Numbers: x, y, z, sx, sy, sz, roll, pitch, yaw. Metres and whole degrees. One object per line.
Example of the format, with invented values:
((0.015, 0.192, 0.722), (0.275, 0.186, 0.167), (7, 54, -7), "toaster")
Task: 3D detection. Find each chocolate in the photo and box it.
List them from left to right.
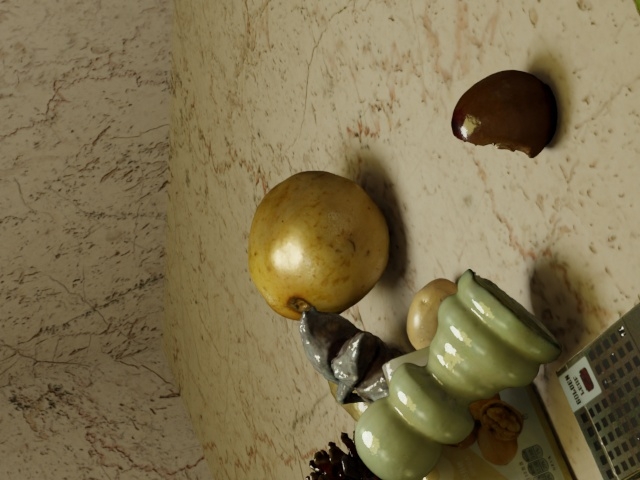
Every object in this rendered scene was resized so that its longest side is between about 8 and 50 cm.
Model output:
((0.251, -0.171, 1.472), (0.124, 0.133, 0.127), (6, 109, 65), "chocolate")

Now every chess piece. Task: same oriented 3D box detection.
((0.182, 0.219, 1.553), (0.330, 0.182, 0.182), (-50, 40, 10), "chess piece")

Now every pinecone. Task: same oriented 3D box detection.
((0.109, 0.447, 1.948), (0.246, 0.292, 0.246), (-10, -90, -75), "pinecone")

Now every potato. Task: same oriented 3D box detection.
((0.201, 0.136, 1.805), (0.112, 0.112, 0.147), (-139, 49, -58), "potato")

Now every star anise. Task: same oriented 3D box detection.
((0.083, 0.239, 1.910), (0.359, 0.316, 0.139), (8, 68, 60), "star anise")

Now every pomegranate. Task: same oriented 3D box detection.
((-0.010, 0.015, 2.026), (0.307, 0.307, 0.307), (168, 90, -69), "pomegranate")

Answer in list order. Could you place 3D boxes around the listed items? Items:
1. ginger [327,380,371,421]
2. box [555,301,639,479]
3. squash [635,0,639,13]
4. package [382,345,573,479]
((0.094, 0.287, 2.118), (0.138, 0.152, 0.267), (-55, 24, 2), "ginger")
((0.419, 0.186, 1.343), (0.325, 0.047, 0.180), (116, 138, -59), "box")
((0.363, -0.357, 1.137), (0.169, 0.093, 0.252), (142, 114, -69), "squash")
((0.251, 0.323, 1.694), (0.165, 0.221, 0.311), (74, 175, -64), "package")
